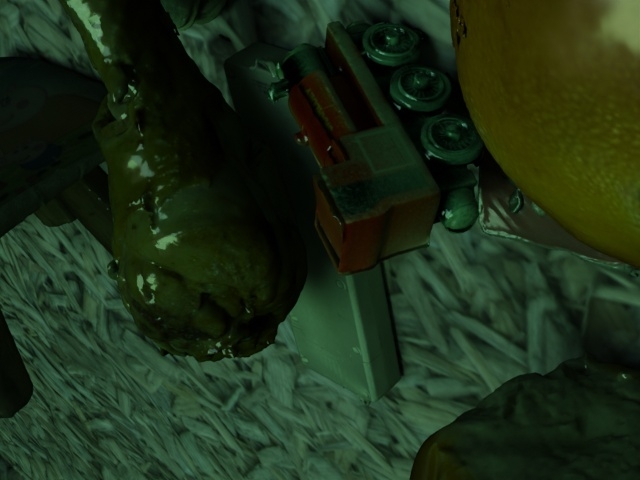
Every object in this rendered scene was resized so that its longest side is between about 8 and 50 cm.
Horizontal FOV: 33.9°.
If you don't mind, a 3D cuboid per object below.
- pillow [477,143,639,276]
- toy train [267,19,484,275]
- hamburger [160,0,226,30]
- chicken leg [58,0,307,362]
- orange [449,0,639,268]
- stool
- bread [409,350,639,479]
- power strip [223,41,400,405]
[{"bbox_3d":[0.187,-0.033,0.611,0.232,0.043,0.126,21,135,42],"label":"pillow"},{"bbox_3d":[0.031,-0.071,0.679,0.074,0.118,0.176,98,151,-54],"label":"toy train"},{"bbox_3d":[-0.131,-0.215,0.849,0.121,0.054,0.084,44,148,1],"label":"hamburger"},{"bbox_3d":[-0.125,-0.091,0.793,0.201,0.153,0.429,-129,18,-70],"label":"chicken leg"},{"bbox_3d":[0.166,-0.095,0.393,0.240,0.240,0.240,35,146,28],"label":"orange"},{"bbox_3d":[-0.350,-0.019,1.114,0.310,0.310,0.226,26,145,40],"label":"stool"},{"bbox_3d":[0.199,0.232,0.695,0.279,0.225,0.250,28,141,43],"label":"bread"},{"bbox_3d":[0.000,0.000,0.904,0.106,0.043,0.367,25,140,39],"label":"power strip"}]
